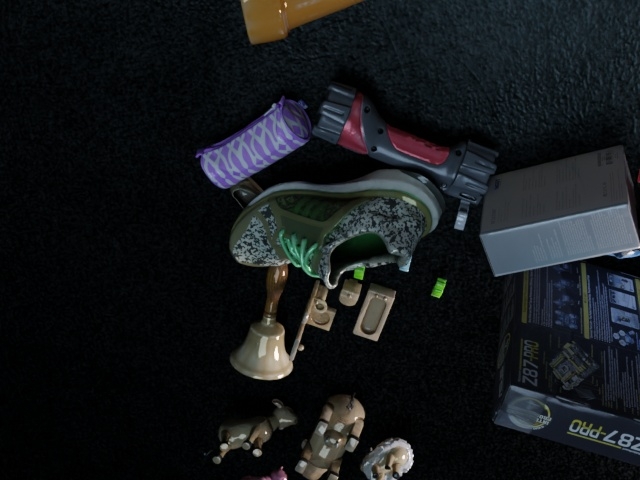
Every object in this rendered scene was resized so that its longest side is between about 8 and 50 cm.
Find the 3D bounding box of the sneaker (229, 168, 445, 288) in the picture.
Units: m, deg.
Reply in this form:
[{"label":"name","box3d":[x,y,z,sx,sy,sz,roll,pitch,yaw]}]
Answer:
[{"label":"sneaker","box3d":[0.000,0.000,1.701,0.410,0.182,0.158,-13,127,32]}]

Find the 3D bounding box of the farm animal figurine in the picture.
[{"label":"farm animal figurine","box3d":[-0.022,0.426,2.087,0.330,0.172,0.327,42,111,-7]}]

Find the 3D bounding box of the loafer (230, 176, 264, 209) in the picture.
[{"label":"loafer","box3d":[-0.109,-0.059,1.828,0.148,0.050,0.056,38,124,-13]}]

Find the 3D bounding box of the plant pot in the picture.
[{"label":"plant pot","box3d":[-0.027,-0.405,1.491,0.188,0.205,0.205,-9,123,0]}]

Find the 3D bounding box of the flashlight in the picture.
[{"label":"flashlight","box3d":[0.141,-0.166,1.669,0.304,0.103,0.103,19,152,-4]}]

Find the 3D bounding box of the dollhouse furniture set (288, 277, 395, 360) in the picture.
[{"label":"dollhouse furniture set","box3d":[0.041,0.158,1.897,0.151,0.123,0.144,19,127,0]}]

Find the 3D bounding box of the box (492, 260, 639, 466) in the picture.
[{"label":"box","box3d":[0.452,0.180,1.644,0.318,0.395,0.097,17,125,1]}]

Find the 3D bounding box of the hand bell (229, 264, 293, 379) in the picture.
[{"label":"hand bell","box3d":[-0.093,0.132,1.941,0.126,0.126,0.242,14,114,4]}]

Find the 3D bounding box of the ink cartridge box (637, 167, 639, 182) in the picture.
[{"label":"ink cartridge box","box3d":[0.644,-0.184,1.548,0.261,0.066,0.296,6,125,8]}]

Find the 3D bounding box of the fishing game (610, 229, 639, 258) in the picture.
[{"label":"fishing game","box3d":[0.513,-0.007,1.639,0.264,0.189,0.041,-3,103,20]}]

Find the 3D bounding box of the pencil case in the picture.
[{"label":"pencil case","box3d":[-0.111,-0.165,1.731,0.206,0.086,0.088,-30,126,29]}]

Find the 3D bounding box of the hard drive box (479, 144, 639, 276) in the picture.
[{"label":"hard drive box","box3d":[0.384,-0.049,1.635,0.232,0.181,0.089,-12,121,22]}]

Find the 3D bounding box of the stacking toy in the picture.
[{"label":"stacking toy","box3d":[0.160,-0.002,1.807,0.167,0.052,0.221,15,128,5]}]
